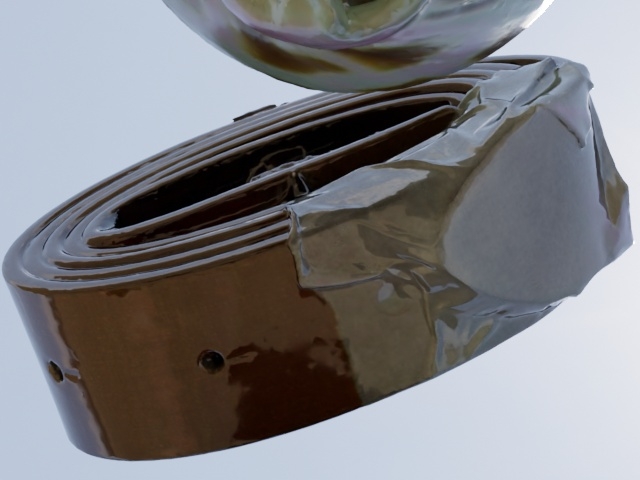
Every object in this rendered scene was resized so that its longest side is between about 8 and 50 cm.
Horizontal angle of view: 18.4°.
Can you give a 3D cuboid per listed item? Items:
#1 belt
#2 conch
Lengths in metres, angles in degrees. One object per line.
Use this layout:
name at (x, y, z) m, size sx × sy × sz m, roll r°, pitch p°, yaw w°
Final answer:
belt at (0.000, 0.000, 1.098) m, size 0.338 × 0.217 × 0.122 m, roll -20°, pitch -68°, yaw -4°
conch at (0.020, -0.202, 0.959) m, size 0.249 × 0.197 × 0.368 m, roll 1°, pitch -122°, yaw 12°
